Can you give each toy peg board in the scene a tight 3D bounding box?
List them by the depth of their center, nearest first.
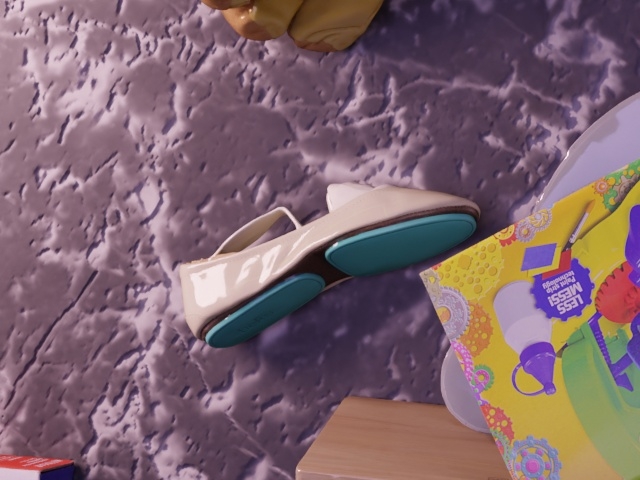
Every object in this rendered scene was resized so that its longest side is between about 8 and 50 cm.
[{"bbox_3d":[0.078,0.185,1.462,0.161,0.160,0.079,4,106,13],"label":"toy peg board"}]

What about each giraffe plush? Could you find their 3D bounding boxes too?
[{"bbox_3d":[0.003,-0.266,1.486,0.210,0.181,0.170,-21,63,22],"label":"giraffe plush"}]

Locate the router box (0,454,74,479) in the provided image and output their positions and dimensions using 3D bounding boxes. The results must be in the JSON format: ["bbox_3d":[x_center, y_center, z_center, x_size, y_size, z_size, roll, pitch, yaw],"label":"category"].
[{"bbox_3d":[-0.360,0.333,1.593,0.301,0.082,0.335,2,90,13],"label":"router box"}]

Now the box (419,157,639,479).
[{"bbox_3d":[0.262,0.043,1.226,0.290,0.279,0.177,-28,76,16],"label":"box"}]

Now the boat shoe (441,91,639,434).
[{"bbox_3d":[0.203,0.010,1.456,0.113,0.105,0.306,32,103,7],"label":"boat shoe"}]

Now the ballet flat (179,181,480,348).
[{"bbox_3d":[0.000,0.000,1.519,0.248,0.086,0.086,-24,84,13],"label":"ballet flat"}]
